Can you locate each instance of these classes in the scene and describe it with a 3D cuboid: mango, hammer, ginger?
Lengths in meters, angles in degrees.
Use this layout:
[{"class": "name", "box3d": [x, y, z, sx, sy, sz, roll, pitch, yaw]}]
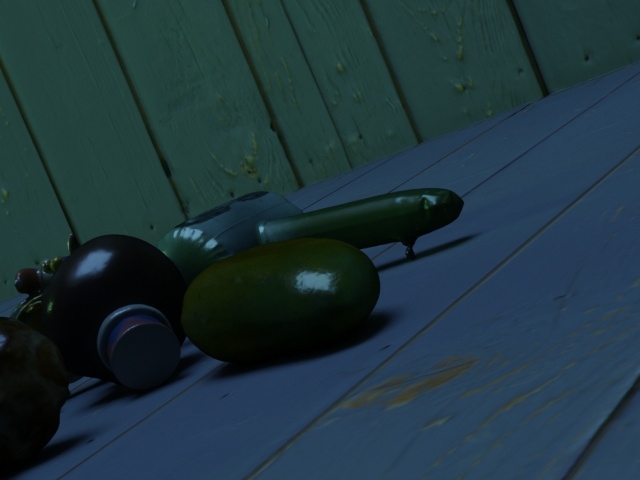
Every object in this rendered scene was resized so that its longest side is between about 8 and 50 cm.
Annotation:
[{"class": "mango", "box3d": [-0.027, 0.047, 1.456, 0.237, 0.091, 0.137, -8, 20, 47]}, {"class": "hammer", "box3d": [0.000, 0.000, 1.772, 0.335, 0.119, 0.206, -11, 11, 31]}, {"class": "ginger", "box3d": [-0.358, 0.153, 1.324, 0.256, 0.176, 0.375, -1, 11, 11]}]

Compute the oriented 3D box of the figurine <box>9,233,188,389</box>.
[{"class": "figurine", "box3d": [-0.211, 0.075, 1.663, 0.158, 0.161, 0.275, -49, 12, -17]}]
